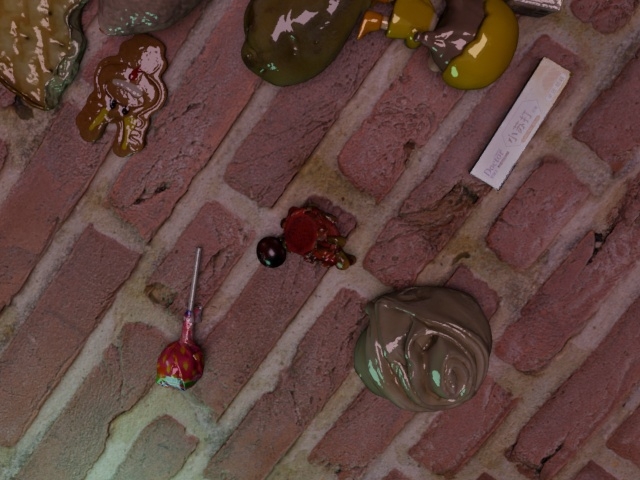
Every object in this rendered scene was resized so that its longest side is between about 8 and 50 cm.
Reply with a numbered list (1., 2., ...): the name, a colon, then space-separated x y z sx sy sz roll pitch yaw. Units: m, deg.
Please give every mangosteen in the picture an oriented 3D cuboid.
1. mangosteen: -0.117 0.028 1.753 0.080 0.081 0.081 1 102 3

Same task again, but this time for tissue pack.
1. tissue pack: 0.464 -0.548 1.561 0.106 0.149 0.099 12 102 -1

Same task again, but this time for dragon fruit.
1. dragon fruit: 0.000 0.000 1.719 0.207 0.150 0.133 36 131 -11

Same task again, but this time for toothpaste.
1. toothpaste: 0.462 -0.269 1.666 0.089 0.071 0.313 31 103 0

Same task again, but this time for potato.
1. potato: -0.028 -0.492 1.562 0.351 0.202 0.218 -34 67 17

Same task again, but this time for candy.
1. candy: -0.332 0.196 1.791 0.124 0.124 0.366 9 96 1

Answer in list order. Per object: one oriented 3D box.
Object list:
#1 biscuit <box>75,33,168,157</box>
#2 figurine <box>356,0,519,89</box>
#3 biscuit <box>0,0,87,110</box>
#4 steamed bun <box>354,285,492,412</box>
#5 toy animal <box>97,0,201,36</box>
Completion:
1. biscuit: -0.461 -0.349 1.703 0.186 0.044 0.295 23 103 -5
2. figurine: 0.262 -0.460 1.583 0.343 0.187 0.215 18 91 5
3. biscuit: -0.642 -0.495 1.665 0.335 0.078 0.329 -32 96 9
4. steamed bun: 0.248 0.271 1.715 0.324 0.219 0.310 9 102 1
5. toy animal: -0.361 -0.592 1.565 0.358 0.188 0.226 -41 105 -2
